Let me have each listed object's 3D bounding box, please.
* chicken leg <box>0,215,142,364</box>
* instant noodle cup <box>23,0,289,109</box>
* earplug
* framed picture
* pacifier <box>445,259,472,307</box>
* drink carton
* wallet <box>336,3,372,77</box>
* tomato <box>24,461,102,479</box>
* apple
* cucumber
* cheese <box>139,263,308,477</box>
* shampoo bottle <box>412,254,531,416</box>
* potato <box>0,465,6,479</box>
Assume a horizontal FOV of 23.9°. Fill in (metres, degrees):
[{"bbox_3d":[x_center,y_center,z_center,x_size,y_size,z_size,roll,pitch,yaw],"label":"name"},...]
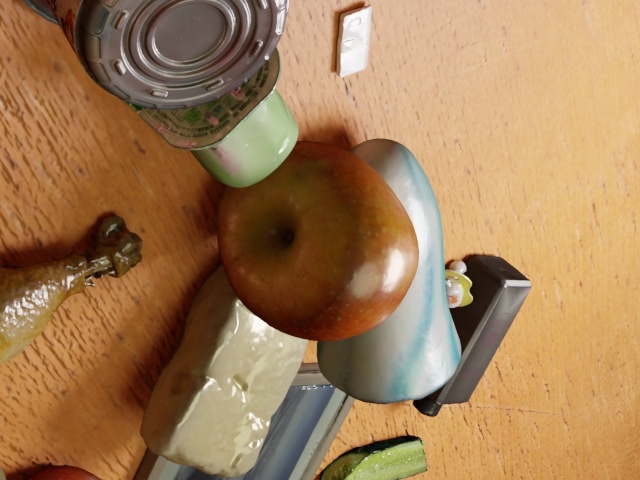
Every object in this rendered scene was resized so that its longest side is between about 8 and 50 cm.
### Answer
[{"bbox_3d":[-0.283,0.047,1.547,0.251,0.087,0.107,-29,151,-35],"label":"chicken leg"},{"bbox_3d":[-0.136,-0.231,1.299,0.302,0.181,0.258,-5,136,-25],"label":"instant noodle cup"},{"bbox_3d":[0.080,0.020,1.833,0.185,0.185,0.324,-28,135,-27],"label":"earplug"},{"bbox_3d":[-0.140,0.351,2.020,0.326,0.028,0.446,3,120,-47],"label":"framed picture"},{"bbox_3d":[0.177,0.055,2.073,0.083,0.068,0.064,78,28,-52],"label":"pacifier"},{"bbox_3d":[-0.095,-0.134,1.533,0.146,0.144,0.142,-44,150,-6],"label":"drink carton"},{"bbox_3d":[0.038,-0.223,1.692,0.044,0.011,0.083,-25,139,-29],"label":"wallet"},{"bbox_3d":[-0.303,0.349,1.745,0.167,0.167,0.167,-28,139,-27],"label":"tomato"},{"bbox_3d":[0.000,0.000,1.663,0.210,0.235,0.173,-39,154,27],"label":"apple"},{"bbox_3d":[0.080,0.323,2.214,0.220,0.046,0.070,-10,127,-43],"label":"cucumber"},{"bbox_3d":[-0.107,0.145,1.786,0.159,0.093,0.263,25,91,-48],"label":"cheese"},{"bbox_3d":[0.202,0.141,2.141,0.080,0.079,0.246,4,120,-47],"label":"shampoo bottle"},{"bbox_3d":[-0.444,0.266,1.458,0.243,0.221,0.326,-41,156,7],"label":"potato"}]
